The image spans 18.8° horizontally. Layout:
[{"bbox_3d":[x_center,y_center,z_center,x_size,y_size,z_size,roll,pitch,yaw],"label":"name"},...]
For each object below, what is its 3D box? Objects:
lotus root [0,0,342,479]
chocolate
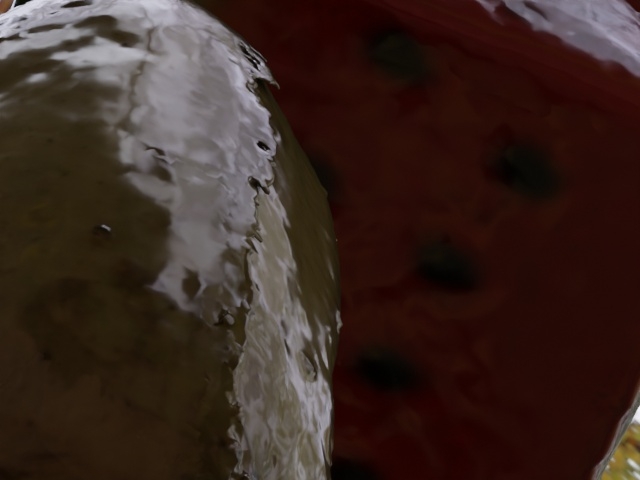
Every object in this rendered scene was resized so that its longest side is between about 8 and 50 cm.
[{"bbox_3d":[-0.066,0.022,0.533,0.146,0.284,0.160,29,-58,-13],"label":"lotus root"},{"bbox_3d":[0.000,0.000,0.882,0.341,0.161,0.360,23,-65,1],"label":"chocolate"}]
